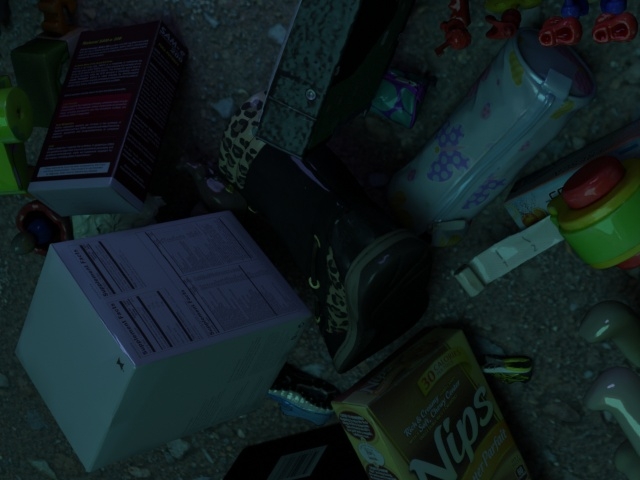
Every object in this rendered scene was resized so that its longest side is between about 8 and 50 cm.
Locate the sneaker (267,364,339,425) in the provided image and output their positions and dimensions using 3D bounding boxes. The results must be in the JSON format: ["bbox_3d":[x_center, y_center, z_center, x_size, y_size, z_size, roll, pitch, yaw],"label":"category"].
[{"bbox_3d":[-0.055,0.230,1.536,0.162,0.063,0.073,25,131,11],"label":"sneaker"}]

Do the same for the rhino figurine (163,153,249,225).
[{"bbox_3d":[-0.160,-0.006,1.434,0.106,0.073,0.243,29,131,13],"label":"rhino figurine"}]

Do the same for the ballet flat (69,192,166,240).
[{"bbox_3d":[-0.264,0.067,1.456,0.147,0.147,0.409,22,144,14],"label":"ballet flat"}]

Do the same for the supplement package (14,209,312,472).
[{"bbox_3d":[-0.194,0.114,1.275,0.198,0.263,0.199,50,131,26],"label":"supplement package"}]

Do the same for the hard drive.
[{"bbox_3d":[0.051,-0.263,1.018,0.064,0.237,0.339,26,116,10],"label":"hard drive"}]

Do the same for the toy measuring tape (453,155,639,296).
[{"bbox_3d":[0.263,0.000,1.111,0.330,0.121,0.121,-33,101,37],"label":"toy measuring tape"}]

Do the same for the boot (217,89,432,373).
[{"bbox_3d":[0.000,0.000,1.301,0.284,0.138,0.377,51,167,17],"label":"boot"}]

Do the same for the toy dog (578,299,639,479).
[{"bbox_3d":[0.464,0.157,1.089,0.396,0.284,0.407,4,119,25],"label":"toy dog"}]

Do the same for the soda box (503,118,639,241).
[{"bbox_3d":[0.300,-0.068,1.164,0.183,0.063,0.058,-28,104,36],"label":"soda box"}]

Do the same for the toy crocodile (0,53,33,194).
[{"bbox_3d":[-0.412,-0.206,1.200,0.115,0.105,0.340,-7,118,16],"label":"toy crocodile"}]

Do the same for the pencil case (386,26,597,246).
[{"bbox_3d":[0.184,-0.109,1.159,0.113,0.124,0.273,39,128,0],"label":"pencil case"}]

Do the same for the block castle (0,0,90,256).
[{"bbox_3d":[-0.467,-0.209,1.371,0.303,0.213,0.453,10,124,22],"label":"block castle"}]

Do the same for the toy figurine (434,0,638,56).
[{"bbox_3d":[0.269,-0.309,0.958,0.363,0.191,0.217,-1,114,26],"label":"toy figurine"}]

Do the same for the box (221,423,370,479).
[{"bbox_3d":[0.048,0.453,1.549,0.343,0.179,0.312,-22,109,36],"label":"box"}]

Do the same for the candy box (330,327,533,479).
[{"bbox_3d":[0.164,0.295,1.361,0.088,0.183,0.316,-5,115,56],"label":"candy box"}]

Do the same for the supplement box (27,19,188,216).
[{"bbox_3d":[-0.261,-0.151,1.288,0.130,0.239,0.073,-1,154,28],"label":"supplement box"}]

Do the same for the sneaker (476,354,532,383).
[{"bbox_3d":[0.239,0.174,1.369,0.083,0.031,0.035,0,122,28],"label":"sneaker"}]

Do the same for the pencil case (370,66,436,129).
[{"bbox_3d":[0.054,-0.190,1.211,0.152,0.064,0.070,27,151,8],"label":"pencil case"}]
